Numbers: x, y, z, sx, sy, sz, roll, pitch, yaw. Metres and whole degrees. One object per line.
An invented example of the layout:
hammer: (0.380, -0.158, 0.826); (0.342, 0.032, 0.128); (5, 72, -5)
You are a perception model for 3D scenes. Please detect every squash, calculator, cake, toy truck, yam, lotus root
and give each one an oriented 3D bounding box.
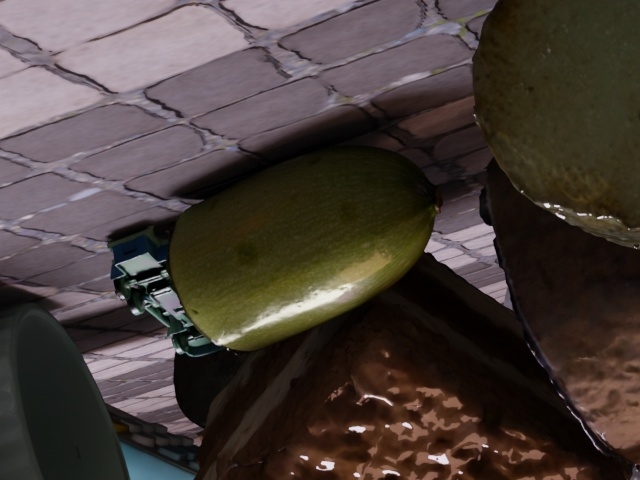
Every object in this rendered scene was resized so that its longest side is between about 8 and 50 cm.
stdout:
squash: (0.000, 0.000, 1.012); (0.187, 0.123, 0.123); (-22, 168, 35)
calculator: (-0.162, 0.211, 1.463); (0.386, 0.054, 0.256); (19, 175, 11)
cake: (0.070, 0.163, 1.165); (0.255, 0.282, 0.290); (-52, -168, 21)
toy truck: (-0.113, 0.027, 1.169); (0.067, 0.081, 0.175); (-19, 150, 14)
yam: (0.186, -0.072, 0.822); (0.161, 0.161, 0.268); (-19, 171, 19)
lotus root: (0.250, 0.009, 1.069); (0.192, 0.272, 0.272); (-31, 165, 20)

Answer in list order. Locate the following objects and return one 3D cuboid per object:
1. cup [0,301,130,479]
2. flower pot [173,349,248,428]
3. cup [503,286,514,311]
cup: (-0.367, 0.246, 1.253); (0.392, 0.310, 0.401); (-19, 162, 4)
flower pot: (-0.043, 0.116, 1.402); (0.148, 0.235, 0.235); (18, 151, -34)
cup: (0.383, 0.062, 1.654); (0.212, 0.212, 0.317); (-8, 166, -36)
